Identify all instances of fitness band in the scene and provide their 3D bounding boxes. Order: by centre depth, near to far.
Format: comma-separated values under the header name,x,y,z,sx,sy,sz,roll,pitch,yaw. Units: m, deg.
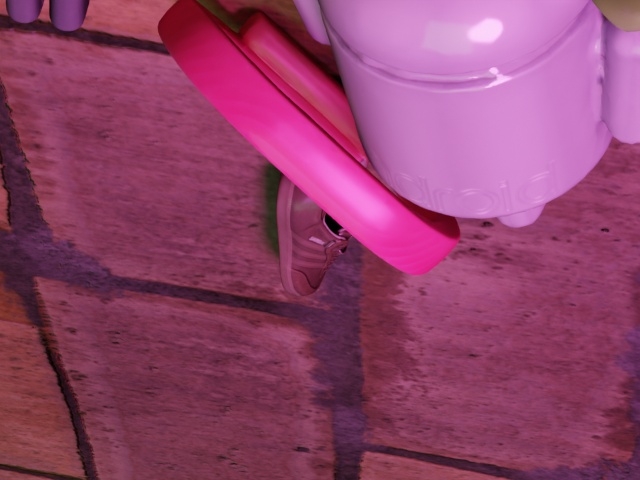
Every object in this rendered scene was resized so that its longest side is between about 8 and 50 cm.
name,x,y,z,sx,sy,sz,roll,pitch,yaw
fitness band,-0.008,-0.085,1.494,0.291,0.209,0.054,41,104,-17

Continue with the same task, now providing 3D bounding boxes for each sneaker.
name,x,y,z,sx,sy,sz,roll,pitch,yaw
sneaker,0.000,0.000,1.795,0.071,0.066,0.188,7,151,9

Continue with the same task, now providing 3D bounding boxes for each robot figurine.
name,x,y,z,sx,sy,sz,roll,pitch,yaw
robot figurine,0.107,-0.152,1.351,0.300,0.200,0.353,15,153,22

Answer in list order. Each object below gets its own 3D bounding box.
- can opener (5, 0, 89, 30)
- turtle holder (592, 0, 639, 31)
name,x,y,z,sx,sy,sz,roll,pitch,yaw
can opener,-0.214,-0.241,1.450,0.074,0.093,0.280,13,155,-1
turtle holder,0.293,-0.194,1.108,0.243,0.320,0.227,41,123,3
